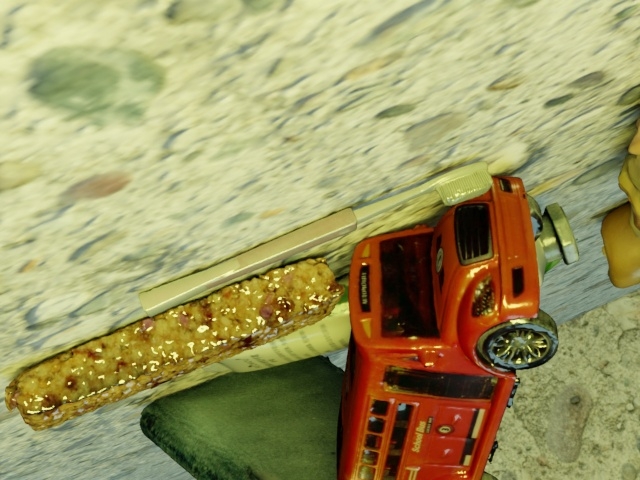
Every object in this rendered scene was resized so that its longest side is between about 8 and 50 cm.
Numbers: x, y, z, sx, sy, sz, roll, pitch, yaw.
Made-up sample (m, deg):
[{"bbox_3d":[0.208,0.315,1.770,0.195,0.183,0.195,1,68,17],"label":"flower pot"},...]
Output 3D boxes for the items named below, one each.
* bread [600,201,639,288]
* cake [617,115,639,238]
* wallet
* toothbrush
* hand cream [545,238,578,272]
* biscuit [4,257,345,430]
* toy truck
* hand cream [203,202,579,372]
[{"bbox_3d":[0.357,-0.034,0.992,0.239,0.074,0.092,-27,-176,22],"label":"bread"},{"bbox_3d":[0.351,0.013,0.650,0.293,0.314,0.307,-27,159,5],"label":"cake"},{"bbox_3d":[0.017,0.183,0.866,0.191,0.046,0.379,-11,-159,-31],"label":"wallet"},{"bbox_3d":[-0.001,-0.002,0.582,0.194,0.017,0.014,-20,163,-4],"label":"toothbrush"},{"bbox_3d":[0.154,0.029,0.947,0.095,0.046,0.175,-32,168,26],"label":"hand cream"},{"bbox_3d":[-0.084,0.060,0.653,0.199,0.034,0.064,-20,168,-12],"label":"biscuit"},{"bbox_3d":[0.069,0.077,0.699,0.114,0.107,0.252,4,137,-1],"label":"toy truck"},{"bbox_3d":[0.041,0.041,0.778,0.276,0.059,0.095,-20,162,6],"label":"hand cream"}]
